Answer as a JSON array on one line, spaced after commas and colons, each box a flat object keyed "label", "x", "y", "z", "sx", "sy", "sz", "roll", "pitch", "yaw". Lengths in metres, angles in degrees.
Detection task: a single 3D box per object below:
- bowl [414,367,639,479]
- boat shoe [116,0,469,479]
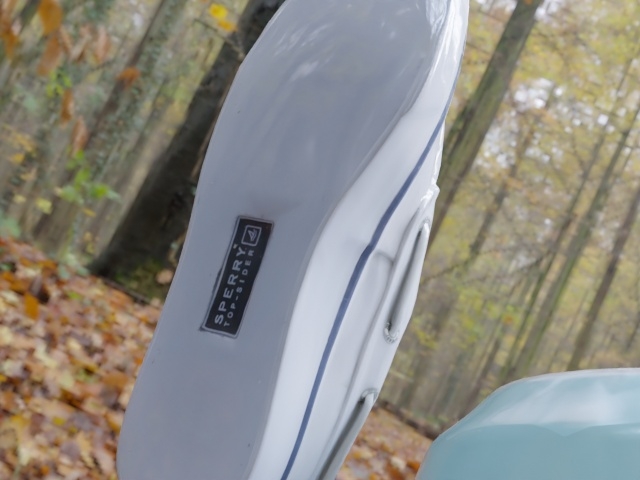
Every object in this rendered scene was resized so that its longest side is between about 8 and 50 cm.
[{"label": "bowl", "x": 0.148, "y": 0.143, "z": 0.403, "sx": 0.311, "sy": 0.163, "sz": 0.311, "roll": 6, "pitch": -15, "yaw": 2}, {"label": "boat shoe", "x": 0.000, "y": 0.000, "z": 0.442, "sx": 0.095, "sy": 0.258, "sz": 0.084, "roll": 21, "pitch": -6, "yaw": 37}]
